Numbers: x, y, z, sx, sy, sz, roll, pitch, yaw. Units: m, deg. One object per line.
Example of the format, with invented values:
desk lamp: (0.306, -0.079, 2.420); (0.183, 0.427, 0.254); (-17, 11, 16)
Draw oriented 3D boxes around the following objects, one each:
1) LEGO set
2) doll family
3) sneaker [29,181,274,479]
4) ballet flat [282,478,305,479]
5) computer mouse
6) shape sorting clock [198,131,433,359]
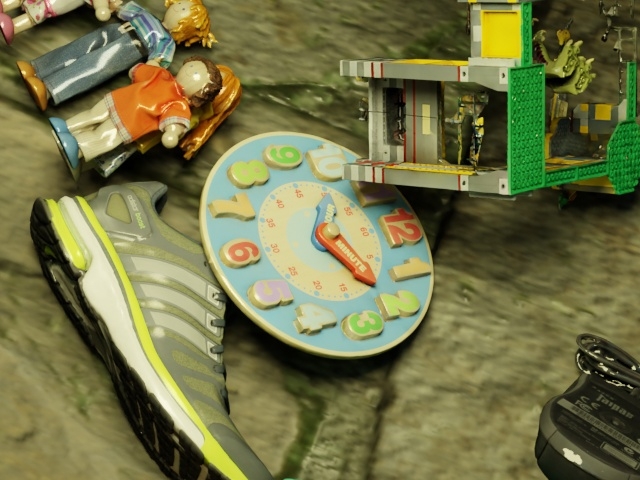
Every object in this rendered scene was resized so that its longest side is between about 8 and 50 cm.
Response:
LEGO set: (0.126, -0.172, 1.460); (0.192, 0.331, 0.255); (7, 21, 39)
doll family: (-0.157, -0.142, 1.501); (0.163, 0.118, 0.263); (-25, 53, -9)
sneaker: (-0.107, 0.072, 1.404); (0.121, 0.111, 0.300); (-26, 74, -20)
ballet flat: (0.193, 0.282, 1.325); (0.483, 0.164, 0.182); (6, 84, -5)
computer mouse: (0.246, 0.166, 1.357); (0.184, 0.262, 0.060); (30, 109, 7)
shape sorting clock: (0.000, 0.000, 1.448); (0.206, 0.040, 0.206); (19, 50, -24)
